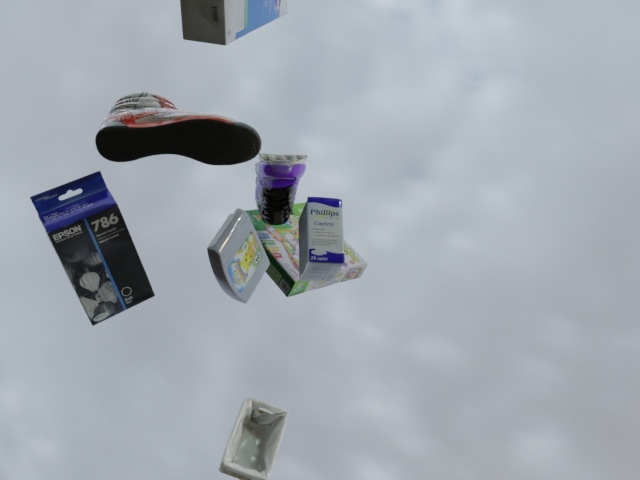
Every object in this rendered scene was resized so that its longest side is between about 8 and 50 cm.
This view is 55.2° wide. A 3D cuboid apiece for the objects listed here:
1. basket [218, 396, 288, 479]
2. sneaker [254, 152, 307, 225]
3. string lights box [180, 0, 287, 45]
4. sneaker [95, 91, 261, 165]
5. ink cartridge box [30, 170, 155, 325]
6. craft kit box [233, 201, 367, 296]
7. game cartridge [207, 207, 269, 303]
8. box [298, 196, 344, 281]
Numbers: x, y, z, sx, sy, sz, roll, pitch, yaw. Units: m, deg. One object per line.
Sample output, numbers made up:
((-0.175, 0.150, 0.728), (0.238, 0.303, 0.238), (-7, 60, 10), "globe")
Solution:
((-0.156, 0.465, 1.410), (0.114, 0.167, 0.103), (22, -34, -3), "basket")
((-0.088, -0.105, 1.311), (0.102, 0.293, 0.146), (1, -90, -8), "sneaker")
((-0.130, -0.412, 0.983), (0.077, 0.259, 0.133), (12, -58, 14), "string lights box")
((-0.237, -0.200, 1.053), (0.270, 0.145, 0.090), (-2, -52, -4), "sneaker")
((-0.516, 0.022, 1.409), (0.065, 0.166, 0.332), (33, -36, 53), "ink cartridge box")
((-0.052, 0.013, 1.465), (0.250, 0.247, 0.060), (46, -56, 28), "craft kit box")
((-0.072, 0.018, 0.542), (0.017, 0.056, 0.083), (17, -31, 26), "game cartridge")
((0.000, 0.000, 1.215), (0.072, 0.126, 0.137), (2, -110, -11), "box")
